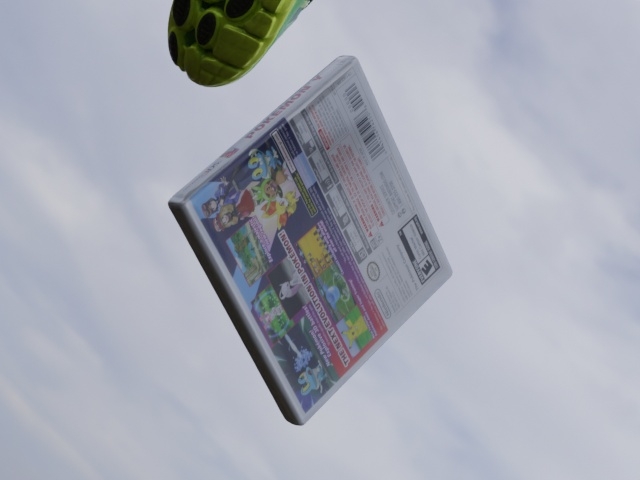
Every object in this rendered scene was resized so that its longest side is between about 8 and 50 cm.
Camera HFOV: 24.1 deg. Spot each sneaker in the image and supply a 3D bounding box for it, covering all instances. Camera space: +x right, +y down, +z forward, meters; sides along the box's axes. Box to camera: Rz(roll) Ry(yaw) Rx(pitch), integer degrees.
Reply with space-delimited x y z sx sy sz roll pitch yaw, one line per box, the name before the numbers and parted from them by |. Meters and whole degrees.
sneaker | -0.028 -0.251 1.389 0.109 0.295 0.123 51 26 15

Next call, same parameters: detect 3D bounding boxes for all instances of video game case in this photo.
video game case | 0.000 0.000 1.074 0.023 0.183 0.201 10 -45 48
